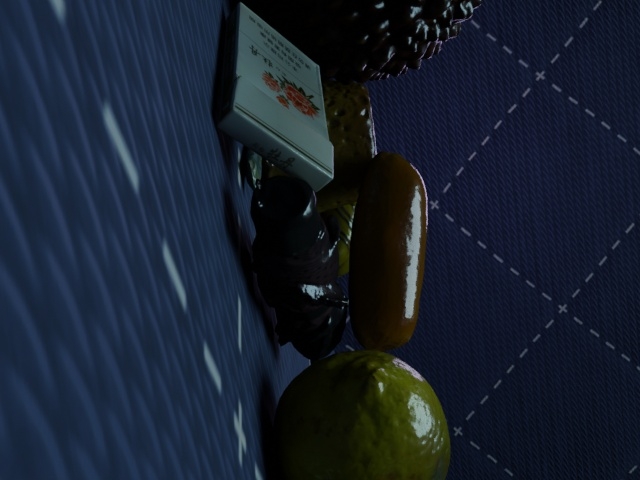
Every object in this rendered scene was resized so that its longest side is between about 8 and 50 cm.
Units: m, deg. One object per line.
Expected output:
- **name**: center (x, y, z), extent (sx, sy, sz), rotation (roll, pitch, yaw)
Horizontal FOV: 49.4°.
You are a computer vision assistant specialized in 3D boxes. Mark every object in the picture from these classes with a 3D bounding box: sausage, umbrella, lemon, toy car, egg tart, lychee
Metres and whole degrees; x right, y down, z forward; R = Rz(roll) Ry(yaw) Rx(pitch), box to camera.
- **sausage**: center (0.078, 0.011, 0.804), extent (0.098, 0.098, 0.238), rotation (78, 15, -71)
- **umbrella**: center (-0.018, 0.036, 0.684), extent (0.326, 0.090, 0.094), rotation (81, 7, -60)
- **lemon**: center (0.038, 0.193, 0.666), extent (0.170, 0.170, 0.207), rotation (-95, 171, -47)
- **toy car**: center (0.013, -0.051, 1.163), extent (0.200, 0.142, 0.248), rotation (75, 7, -73)
- **egg tart**: center (-0.003, -0.122, 0.906), extent (0.202, 0.147, 0.203), rotation (-6, 90, -86)
- **lychee**: center (0.040, -0.335, 0.824), extent (0.306, 0.330, 0.306), rotation (-34, 128, -58)

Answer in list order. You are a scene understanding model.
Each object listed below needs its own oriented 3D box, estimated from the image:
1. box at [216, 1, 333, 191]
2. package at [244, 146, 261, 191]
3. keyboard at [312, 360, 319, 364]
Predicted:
- **box**: center (-0.040, -0.137, 0.638), extent (0.109, 0.029, 0.198), rotation (32, 32, -29)
- **package**: center (-0.069, -0.083, 0.711), extent (0.110, 0.015, 0.037), rotation (-97, 174, -63)
- **keyboard**: center (-0.014, 0.200, 1.397), extent (0.087, 0.017, 0.251), rotation (63, 20, -81)
